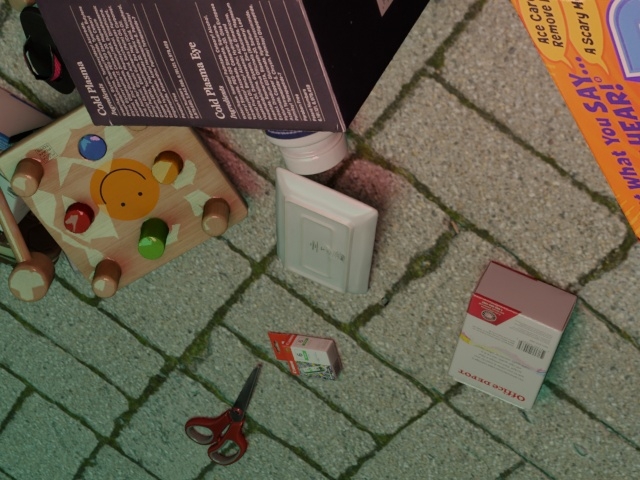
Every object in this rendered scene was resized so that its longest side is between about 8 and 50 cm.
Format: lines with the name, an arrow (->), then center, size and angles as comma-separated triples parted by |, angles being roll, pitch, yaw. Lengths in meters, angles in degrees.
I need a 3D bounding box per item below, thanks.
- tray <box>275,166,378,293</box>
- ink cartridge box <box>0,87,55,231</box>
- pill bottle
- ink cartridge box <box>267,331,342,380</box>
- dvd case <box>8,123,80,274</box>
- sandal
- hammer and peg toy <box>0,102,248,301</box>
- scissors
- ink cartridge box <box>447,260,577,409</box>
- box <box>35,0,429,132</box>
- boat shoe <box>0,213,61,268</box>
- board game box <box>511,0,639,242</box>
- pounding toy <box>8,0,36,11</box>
tray -> 0.000, 0.000, 1.954 | 0.145, 0.030, 0.270 | 23, 156, 9
ink cartridge box -> -0.489, -0.126, 2.155 | 0.148, 0.086, 0.203 | 29, 138, 3
pill bottle -> -0.030, -0.179, 1.797 | 0.112, 0.112, 0.186 | 4, 131, 29
ink cartridge box -> -0.029, 0.175, 2.202 | 0.115, 0.029, 0.062 | 6, 133, 27
dvd case -> -0.314, -0.072, 2.079 | 0.179, 0.029, 0.238 | -17, 125, 6
sandal -> -0.376, -0.249, 1.973 | 0.067, 0.040, 0.179 | 16, 154, 11
hammer and peg toy -> -0.315, -0.053, 1.981 | 0.361, 0.127, 0.266 | -28, 114, 14
scissors -> -0.130, 0.291, 2.391 | 0.109, 0.021, 0.297 | 41, 137, -6
ink cartridge box -> 0.254, 0.129, 1.948 | 0.127, 0.072, 0.175 | 23, 138, 11
box -> -0.068, -0.285, 1.541 | 0.313, 0.343, 0.179 | 3, 132, 29
boat shoe -> -0.530, -0.019, 2.282 | 0.257, 0.095, 0.095 | 30, 145, 2
board game box -> 0.445, -0.211, 1.285 | 0.357, 0.356, 0.356 | -11, 123, 38
pounding toy -> -0.426, -0.373, 1.869 | 0.181, 0.094, 0.206 | 3, 131, 29
